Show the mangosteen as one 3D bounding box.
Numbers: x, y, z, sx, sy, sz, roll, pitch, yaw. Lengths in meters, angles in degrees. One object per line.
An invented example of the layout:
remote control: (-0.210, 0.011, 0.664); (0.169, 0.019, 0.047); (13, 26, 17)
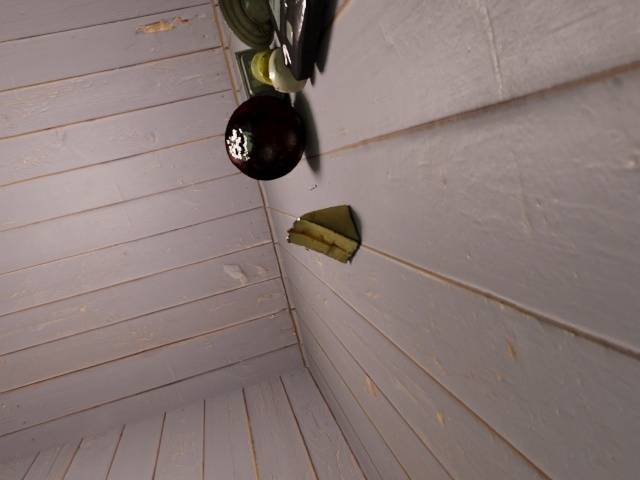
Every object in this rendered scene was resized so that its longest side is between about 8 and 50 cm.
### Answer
mangosteen: (-0.178, -0.347, 1.740); (0.297, 0.293, 0.297); (-9, 77, 43)

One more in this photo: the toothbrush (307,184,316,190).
toothbrush: (-0.032, -0.193, 1.845); (0.011, 0.013, 0.131); (66, 170, -5)

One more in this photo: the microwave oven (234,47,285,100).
microwave oven: (-0.220, -0.582, 1.894); (0.194, 0.145, 0.240); (169, 87, -84)

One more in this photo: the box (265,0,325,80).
box: (-0.077, -0.623, 1.237); (0.359, 0.091, 0.350); (109, 145, -72)

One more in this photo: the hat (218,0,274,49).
hat: (-0.202, -0.759, 1.630); (0.110, 0.252, 0.252); (-14, 91, 38)

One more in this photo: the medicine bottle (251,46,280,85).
medicine bottle: (-0.159, -0.579, 1.682); (0.239, 0.124, 0.124); (-132, 28, -66)

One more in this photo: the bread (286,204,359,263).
bread: (0.000, 0.000, 1.493); (0.240, 0.178, 0.135); (115, 140, -71)

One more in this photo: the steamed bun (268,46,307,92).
steamed bun: (-0.090, -0.490, 1.437); (0.091, 0.113, 0.129); (-63, -29, -76)
